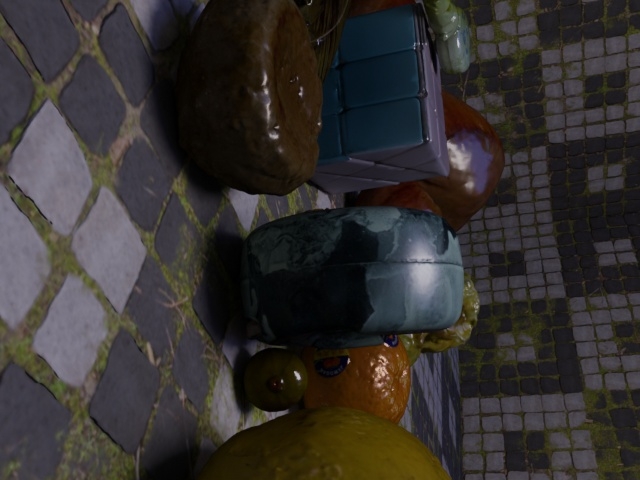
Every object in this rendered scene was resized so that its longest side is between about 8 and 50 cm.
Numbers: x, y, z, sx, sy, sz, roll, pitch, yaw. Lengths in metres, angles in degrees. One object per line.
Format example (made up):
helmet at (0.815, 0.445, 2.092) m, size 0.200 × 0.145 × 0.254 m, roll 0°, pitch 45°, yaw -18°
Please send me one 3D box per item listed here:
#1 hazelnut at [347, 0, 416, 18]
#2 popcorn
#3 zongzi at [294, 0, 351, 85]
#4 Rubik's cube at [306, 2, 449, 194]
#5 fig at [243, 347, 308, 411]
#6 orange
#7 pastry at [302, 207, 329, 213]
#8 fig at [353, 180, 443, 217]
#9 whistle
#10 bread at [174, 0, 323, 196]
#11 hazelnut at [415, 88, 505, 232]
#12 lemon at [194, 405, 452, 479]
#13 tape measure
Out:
hazelnut at (0.138, -0.470, 1.490) m, size 0.214 × 0.176 × 0.214 m, roll -14°, pitch 109°, yaw -47°
popcorn at (0.245, 0.150, 1.491) m, size 0.286 × 0.225 × 0.174 m, roll -79°, pitch 152°, yaw -50°
zongzi at (-0.020, -0.312, 0.960) m, size 0.274 × 0.145 × 0.300 m, roll -65°, pitch 158°, yaw -45°
Rubik's cube at (0.079, -0.213, 1.076) m, size 0.221 × 0.231 × 0.225 m, roll 23°, pitch 60°, yaw -71°
fig at (-0.052, 0.158, 0.761) m, size 0.088 × 0.074 × 0.074 m, roll 148°, pitch -64°, yaw -83°
orange at (0.047, 0.192, 0.928) m, size 0.177 × 0.155 × 0.178 m, roll -14°, pitch 90°, yaw -68°
pastry at (0.000, 0.000, 1.030) m, size 0.109 × 0.057 × 0.097 m, roll 65°, pitch 19°, yaw -52°
fig at (0.143, -0.031, 1.318) m, size 0.205 × 0.205 × 0.205 m, roll -7°, pitch 90°, yaw -73°
whistle at (0.188, -0.324, 1.010) m, size 0.198 × 0.057 × 0.104 m, roll 22°, pitch 67°, yaw -63°
bread at (-0.076, -0.156, 0.722) m, size 0.230 × 0.123 × 0.230 m, roll -2°, pitch 90°, yaw -75°
hazelnut at (0.241, -0.184, 1.521) m, size 0.372 × 0.315 × 0.372 m, roll 167°, pitch -90°, yaw -77°
lemon at (0.002, 0.268, 0.565) m, size 0.310 × 0.258 × 0.258 m, roll 73°, pitch 15°, yaw -73°
tape measure at (0.038, 0.052, 0.777) m, size 0.275 × 0.256 × 0.147 m, roll 32°, pitch 53°, yaw -76°
